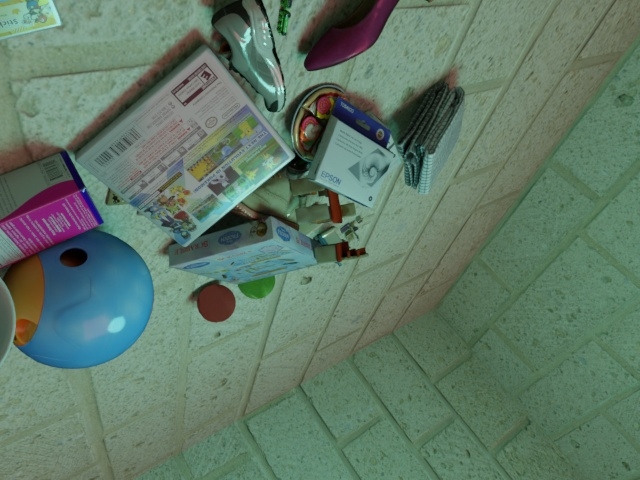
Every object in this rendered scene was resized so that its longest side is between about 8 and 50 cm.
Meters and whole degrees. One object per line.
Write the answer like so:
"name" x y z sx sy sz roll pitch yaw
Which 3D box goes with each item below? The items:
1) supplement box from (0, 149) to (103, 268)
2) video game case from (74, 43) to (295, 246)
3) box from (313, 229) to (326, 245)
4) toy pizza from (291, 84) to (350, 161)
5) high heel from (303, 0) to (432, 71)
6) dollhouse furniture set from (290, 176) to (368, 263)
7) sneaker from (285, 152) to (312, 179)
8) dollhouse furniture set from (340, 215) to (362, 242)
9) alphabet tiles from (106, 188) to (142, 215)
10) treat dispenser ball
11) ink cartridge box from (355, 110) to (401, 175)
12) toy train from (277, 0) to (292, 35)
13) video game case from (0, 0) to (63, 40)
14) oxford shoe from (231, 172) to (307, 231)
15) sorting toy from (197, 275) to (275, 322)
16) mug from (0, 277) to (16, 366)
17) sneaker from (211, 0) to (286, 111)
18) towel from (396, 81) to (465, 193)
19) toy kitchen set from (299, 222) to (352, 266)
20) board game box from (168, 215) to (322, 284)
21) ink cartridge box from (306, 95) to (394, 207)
"supplement box" -0.536 -0.052 0.872 0.220 0.111 0.114 -27 152 -21
"video game case" -0.261 -0.175 0.983 0.329 0.036 0.300 -39 131 4
"box" 0.013 0.014 1.745 0.062 0.052 0.083 -31 151 -15
"toy pizza" 0.011 -0.292 1.217 0.201 0.032 0.201 -26 134 -31
"high heel" 0.092 -0.520 0.997 0.377 0.127 0.181 -36 125 3
"dollhouse furniture set" 0.045 -0.070 1.358 0.135 0.259 0.262 -9 -179 21
"sneaker" -0.021 -0.229 1.304 0.170 0.063 0.075 -29 158 -9
"dollhouse furniture set" 0.142 -0.018 1.823 0.091 0.081 0.114 -36 154 -7
"alphabet tiles" -0.358 -0.133 1.089 0.237 0.009 0.198 -10 142 -44
"treat dispenser ball" -0.497 0.119 0.992 0.288 0.288 0.288 -30 152 -18
"ink cartridge box" 0.139 -0.258 1.431 0.160 0.092 0.219 -42 154 3
"toy train" -0.070 -0.445 0.948 0.017 0.023 0.083 -23 149 -30
"video game case" -0.474 -0.341 0.596 0.227 0.026 0.206 -28 151 -23
"oxford shoe" -0.168 -0.126 1.248 0.397 0.141 0.146 25 89 -62
"sorting toy" -0.247 0.148 1.607 0.366 0.127 0.126 -31 -178 -22
"mug" -0.745 0.152 0.772 0.374 0.276 0.328 34 138 -31
"sneaker" -0.134 -0.357 0.947 0.108 0.100 0.271 -17 153 1
"towel" 0.346 -0.316 1.502 0.283 0.121 0.235 -59 160 -17
"toy kitchen set" 0.000 0.000 1.628 0.122 0.207 0.166 -37 -171 -5
"board game box" -0.194 0.040 1.342 0.319 0.065 0.318 -14 161 20
"ink cartridge box" 0.093 -0.222 1.240 0.223 0.045 0.223 20 91 -40
